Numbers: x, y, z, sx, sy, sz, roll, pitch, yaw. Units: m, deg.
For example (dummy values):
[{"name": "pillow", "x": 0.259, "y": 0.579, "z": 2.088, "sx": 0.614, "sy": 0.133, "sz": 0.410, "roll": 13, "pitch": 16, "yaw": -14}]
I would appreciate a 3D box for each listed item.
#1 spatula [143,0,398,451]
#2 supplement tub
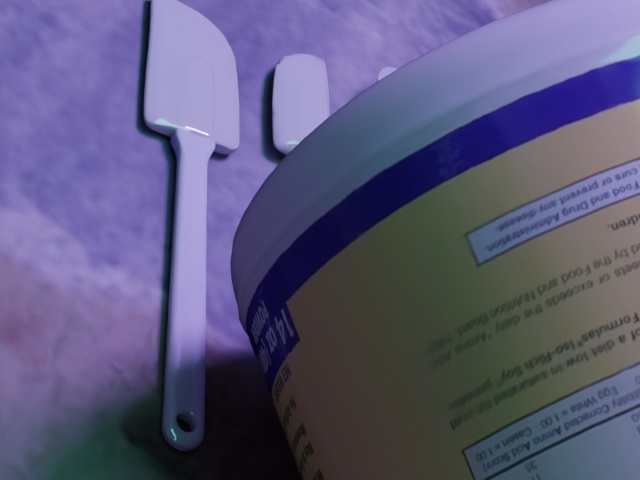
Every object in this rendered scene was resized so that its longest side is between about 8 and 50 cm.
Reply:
[{"name": "spatula", "x": 0.000, "y": 0.000, "z": 0.729, "sx": 0.168, "sy": 0.019, "sz": 0.242, "roll": 19, "pitch": 46, "yaw": -25}, {"name": "supplement tub", "x": 0.130, "y": 0.105, "z": 0.567, "sx": 0.241, "sy": 0.241, "sz": 0.331, "roll": -3, "pitch": 62, "yaw": -39}]
